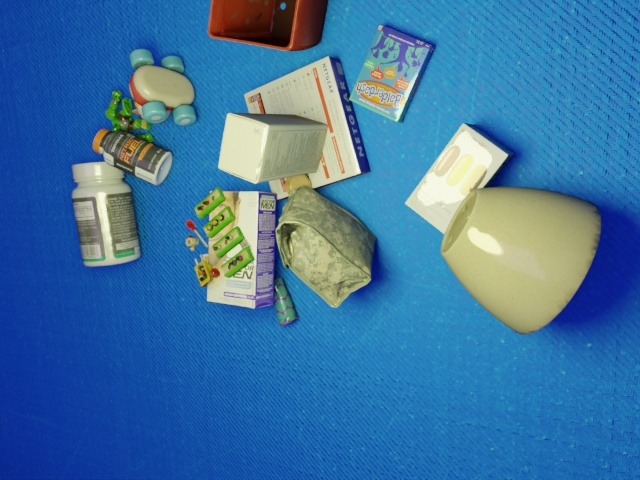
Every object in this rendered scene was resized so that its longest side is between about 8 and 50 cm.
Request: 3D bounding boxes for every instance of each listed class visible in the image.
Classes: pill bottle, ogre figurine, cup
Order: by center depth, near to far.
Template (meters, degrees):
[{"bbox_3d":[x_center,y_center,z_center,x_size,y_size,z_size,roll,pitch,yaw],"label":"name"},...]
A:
[{"bbox_3d":[0.416,0.008,1.155,0.236,0.331,0.331,27,112,0],"label":"cup"},{"bbox_3d":[-0.644,-0.293,1.749,0.245,0.130,0.131,24,111,0],"label":"pill bottle"},{"bbox_3d":[-0.683,-0.419,1.798,0.118,0.097,0.197,-17,136,34],"label":"ogre figurine"},{"bbox_3d":[-0.778,-0.099,1.854,0.204,0.204,0.362,-1,99,27],"label":"pill bottle"}]

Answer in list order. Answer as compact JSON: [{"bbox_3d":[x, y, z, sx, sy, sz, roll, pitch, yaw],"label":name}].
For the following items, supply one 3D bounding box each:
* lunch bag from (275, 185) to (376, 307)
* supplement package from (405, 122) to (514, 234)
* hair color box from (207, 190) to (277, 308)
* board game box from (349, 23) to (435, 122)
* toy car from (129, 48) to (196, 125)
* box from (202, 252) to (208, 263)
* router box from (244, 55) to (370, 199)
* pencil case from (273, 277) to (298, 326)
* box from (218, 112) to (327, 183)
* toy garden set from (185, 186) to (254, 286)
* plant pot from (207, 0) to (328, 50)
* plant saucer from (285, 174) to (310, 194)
[{"bbox_3d":[0.000,0.000,1.402,0.287,0.235,0.169,42,118,-14],"label":"lunch bag"},{"bbox_3d":[0.352,-0.158,1.299,0.139,0.133,0.244,40,115,15],"label":"supplement package"},{"bbox_3d":[-0.237,0.022,1.540,0.185,0.110,0.340,3,92,29],"label":"hair color box"},{"bbox_3d":[0.189,-0.446,1.376,0.160,0.047,0.211,30,113,19],"label":"board game box"},{"bbox_3d":[-0.555,-0.458,1.683,0.237,0.210,0.220,-24,78,41],"label":"toy car"},{"bbox_3d":[-0.271,0.083,1.685,0.202,0.103,0.114,-5,97,28],"label":"box"},{"bbox_3d":[-0.042,-0.316,1.500,0.300,0.082,0.336,-13,94,28],"label":"router box"},{"bbox_3d":[-0.129,0.198,1.657,0.070,0.064,0.152,-22,89,13],"label":"pencil case"},{"bbox_3d":[-0.114,-0.246,1.325,0.121,0.311,0.148,22,110,22],"label":"box"},{"bbox_3d":[-0.326,0.001,1.501,0.203,0.049,0.245,-35,74,27],"label":"toy garden set"},{"bbox_3d":[-0.111,-0.652,1.383,0.267,0.235,0.268,19,108,24],"label":"plant pot"},{"bbox_3d":[-0.063,-0.159,1.486,0.083,0.015,0.084,6,105,25],"label":"plant saucer"}]
